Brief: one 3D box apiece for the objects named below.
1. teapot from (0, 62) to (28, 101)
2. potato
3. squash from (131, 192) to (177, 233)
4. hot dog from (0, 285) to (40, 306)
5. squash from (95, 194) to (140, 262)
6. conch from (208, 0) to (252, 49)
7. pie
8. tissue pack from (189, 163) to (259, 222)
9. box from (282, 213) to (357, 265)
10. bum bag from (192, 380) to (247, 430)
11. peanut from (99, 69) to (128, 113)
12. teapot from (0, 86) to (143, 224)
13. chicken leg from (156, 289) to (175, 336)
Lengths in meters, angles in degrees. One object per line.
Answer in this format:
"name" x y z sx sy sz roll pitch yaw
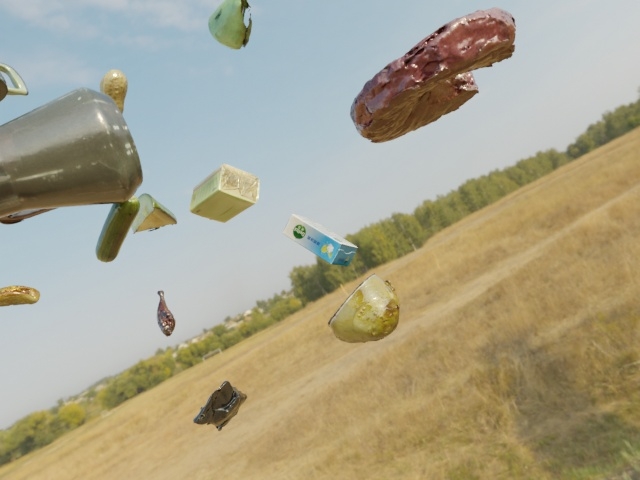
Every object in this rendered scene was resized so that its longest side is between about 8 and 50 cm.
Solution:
"teapot" -0.788 -0.389 1.066 0.149 0.108 0.111 -23 -14 -25
"potato" 0.174 0.292 1.687 0.246 0.196 0.300 -27 -24 -43
"squash" -0.604 -0.102 1.541 0.169 0.093 0.252 -15 -8 -4
"hot dog" -0.572 0.101 0.842 0.090 0.030 0.034 -3 -48 -24
"squash" -0.531 -0.030 1.187 0.066 0.066 0.229 -19 -30 -56
"conch" -0.293 -0.752 1.574 0.137 0.144 0.250 18 -11 -37
"pie" 0.133 -0.190 0.562 0.204 0.054 0.218 -27 -4 2
"tissue pack" -0.355 -0.166 1.675 0.159 0.125 0.234 20 -29 -37
"box" 0.001 0.000 1.409 0.073 0.194 0.139 -62 -25 9
"bum bag" -0.250 0.430 1.170 0.123 0.060 0.248 -46 -15 -16
"peanut" -0.769 -0.522 1.675 0.090 0.098 0.214 -56 -12 -67
"teapot" -0.584 -0.152 0.961 0.343 0.253 0.300 -23 -17 -29
"chicken leg" -0.559 0.267 1.641 0.048 0.219 0.090 10 -68 -32
